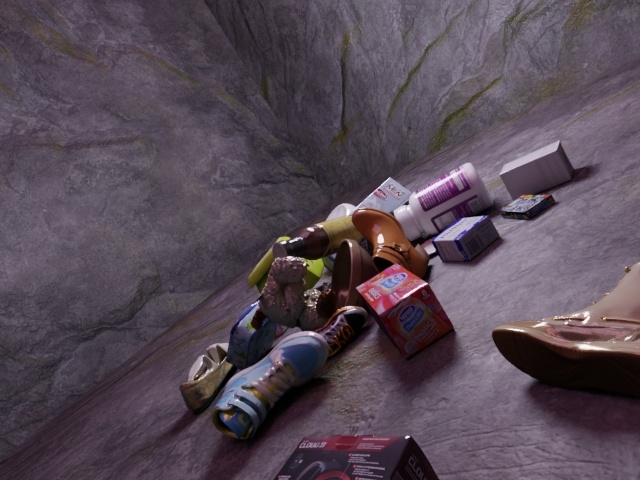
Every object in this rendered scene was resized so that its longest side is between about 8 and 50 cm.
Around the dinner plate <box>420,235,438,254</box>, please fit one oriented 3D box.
[{"bbox_3d":[0.356,0.023,1.562,0.141,0.017,0.141,-30,10,6],"label":"dinner plate"}]

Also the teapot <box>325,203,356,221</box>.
[{"bbox_3d":[0.123,-0.017,2.030,0.252,0.187,0.256,-54,24,24],"label":"teapot"}]

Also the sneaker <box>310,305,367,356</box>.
[{"bbox_3d":[0.037,0.254,1.275,0.215,0.084,0.083,-35,26,-4],"label":"sneaker"}]

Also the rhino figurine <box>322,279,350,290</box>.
[{"bbox_3d":[0.079,0.148,1.651,0.106,0.073,0.243,-33,8,-23],"label":"rhino figurine"}]

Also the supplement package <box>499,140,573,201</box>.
[{"bbox_3d":[0.664,-0.212,1.499,0.179,0.105,0.105,-24,13,38],"label":"supplement package"}]

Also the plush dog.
[{"bbox_3d":[-0.053,0.191,1.369,0.262,0.226,0.210,94,-160,-65],"label":"plush dog"}]

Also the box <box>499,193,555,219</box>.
[{"bbox_3d":[0.589,-0.098,1.398,0.094,0.027,0.137,-32,9,-6],"label":"box"}]

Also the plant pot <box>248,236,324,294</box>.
[{"bbox_3d":[-0.134,0.125,1.846,0.228,0.207,0.227,-50,5,15],"label":"plant pot"}]

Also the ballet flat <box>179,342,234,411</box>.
[{"bbox_3d":[-0.342,0.403,1.579,0.123,0.123,0.348,-28,10,24],"label":"ballet flat"}]

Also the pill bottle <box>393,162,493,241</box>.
[{"bbox_3d":[0.410,-0.120,1.652,0.302,0.169,0.169,-29,10,17],"label":"pill bottle"}]

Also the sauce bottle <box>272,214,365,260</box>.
[{"bbox_3d":[0.000,0.000,1.532,0.344,0.111,0.111,-17,-2,-40],"label":"sauce bottle"}]

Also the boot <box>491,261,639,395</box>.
[{"bbox_3d":[0.406,0.117,0.715,0.203,0.095,0.262,-38,13,-27],"label":"boot"}]

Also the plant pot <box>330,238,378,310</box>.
[{"bbox_3d":[0.109,0.117,1.446,0.110,0.237,0.237,7,3,-12],"label":"plant pot"}]

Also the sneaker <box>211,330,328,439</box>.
[{"bbox_3d":[-0.120,0.351,1.133,0.319,0.127,0.208,-39,5,18],"label":"sneaker"}]

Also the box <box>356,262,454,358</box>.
[{"bbox_3d":[0.186,0.153,1.137,0.128,0.122,0.257,-32,10,-1],"label":"box"}]

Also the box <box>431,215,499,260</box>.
[{"bbox_3d":[0.407,-0.005,1.380,0.126,0.072,0.137,-35,10,-18],"label":"box"}]

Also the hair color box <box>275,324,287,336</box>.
[{"bbox_3d":[-0.187,0.312,1.727,0.167,0.053,0.093,-26,11,27],"label":"hair color box"}]

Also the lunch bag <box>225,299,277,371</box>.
[{"bbox_3d":[-0.204,0.290,1.502,0.176,0.090,0.219,-44,-23,-43],"label":"lunch bag"}]

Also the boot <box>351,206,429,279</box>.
[{"bbox_3d":[0.176,0.025,1.391,0.109,0.283,0.220,-50,-8,30],"label":"boot"}]

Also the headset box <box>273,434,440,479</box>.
[{"bbox_3d":[0.013,0.375,0.625,0.218,0.110,0.293,-23,14,43],"label":"headset box"}]

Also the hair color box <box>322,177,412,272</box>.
[{"bbox_3d":[0.169,-0.036,1.787,0.374,0.114,0.185,-42,-27,-14],"label":"hair color box"}]
